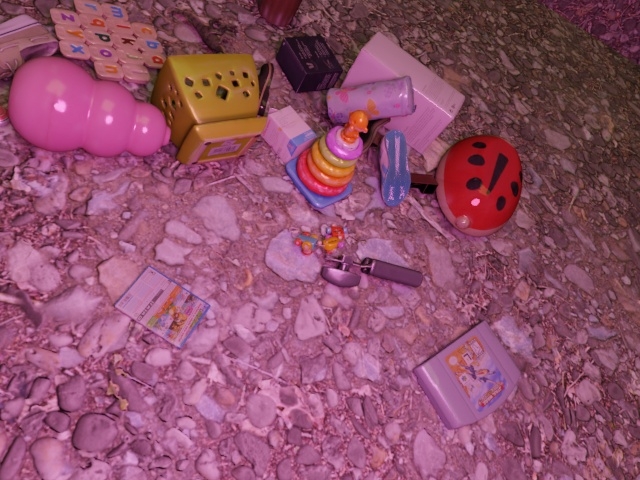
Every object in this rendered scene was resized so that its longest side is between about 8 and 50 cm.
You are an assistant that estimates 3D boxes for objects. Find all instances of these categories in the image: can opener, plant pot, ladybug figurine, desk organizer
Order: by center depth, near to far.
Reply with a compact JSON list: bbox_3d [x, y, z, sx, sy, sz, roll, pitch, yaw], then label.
[{"bbox_3d":[-0.277,-0.322,1.201,0.228,0.227,0.207,-17,85,-32],"label":"plant pot"},{"bbox_3d":[0.137,0.096,1.272,0.283,0.076,0.095,16,89,-18],"label":"can opener"},{"bbox_3d":[0.307,-0.182,1.503,0.130,0.047,0.050,1,43,-25],"label":"desk organizer"},{"bbox_3d":[0.544,-0.202,1.566,0.305,0.162,0.449,34,54,-5],"label":"ladybug figurine"},{"bbox_3d":[-0.131,-0.838,1.603,0.166,0.165,0.167,12,58,-20],"label":"plant pot"}]

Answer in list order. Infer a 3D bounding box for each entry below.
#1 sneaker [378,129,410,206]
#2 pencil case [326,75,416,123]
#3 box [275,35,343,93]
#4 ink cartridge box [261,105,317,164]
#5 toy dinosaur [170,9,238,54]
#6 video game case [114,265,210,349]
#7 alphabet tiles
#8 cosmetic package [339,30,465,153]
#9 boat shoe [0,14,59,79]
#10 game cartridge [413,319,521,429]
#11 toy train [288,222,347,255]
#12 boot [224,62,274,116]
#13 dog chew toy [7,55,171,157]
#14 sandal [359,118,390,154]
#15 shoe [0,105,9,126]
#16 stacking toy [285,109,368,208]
[{"bbox_3d":[0.224,-0.218,1.451,0.087,0.092,0.229,1,91,-8],"label":"sneaker"},{"bbox_3d":[0.155,-0.435,1.459,0.273,0.114,0.124,-4,49,18],"label":"pencil case"},{"bbox_3d":[-0.037,-0.579,1.544,0.158,0.093,0.156,-19,72,-34],"label":"box"},{"bbox_3d":[-0.099,-0.312,1.362,0.090,0.092,0.143,-35,82,-36],"label":"ink cartridge box"},{"bbox_3d":[-0.335,-0.651,1.466,0.118,0.064,0.268,-37,79,-29],"label":"toy dinosaur"},{"bbox_3d":[-0.343,0.145,1.032,0.166,0.015,0.119,34,53,-4],"label":"video game case"},{"bbox_3d":[-0.576,-0.549,1.297,0.277,0.021,0.284,-9,67,-39],"label":"alphabet tiles"},{"bbox_3d":[0.268,-0.491,1.580,0.365,0.197,0.155,38,53,-4],"label":"cosmetic package"},{"bbox_3d":[-0.750,-0.439,1.116,0.094,0.109,0.302,31,51,-9],"label":"boat shoe"},{"bbox_3d":[0.401,0.356,1.248,0.297,0.062,0.198,-23,70,-34],"label":"game cartridge"},{"bbox_3d":[0.000,0.000,1.260,0.166,0.046,0.125,-2,27,-18],"label":"toy train"},{"bbox_3d":[-0.218,-0.476,1.415,0.136,0.077,0.198,13,56,-13],"label":"boot"},{"bbox_3d":[-0.518,-0.287,1.090,0.331,0.206,0.207,11,58,-29],"label":"dog chew toy"},{"bbox_3d":[0.137,-0.321,1.484,0.120,0.086,0.303,3,36,28],"label":"sandal"},{"bbox_3d":[-0.785,-0.299,1.031,0.177,0.081,0.064,1,62,-25],"label":"shoe"},{"bbox_3d":[0.048,-0.242,1.263,0.165,0.302,0.175,-31,78,-35],"label":"stacking toy"}]
